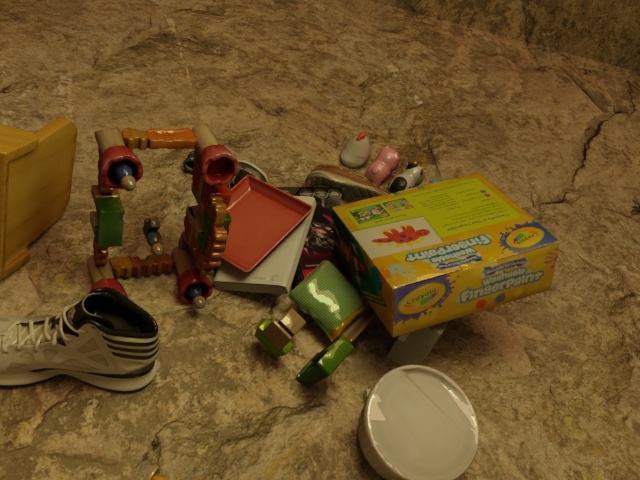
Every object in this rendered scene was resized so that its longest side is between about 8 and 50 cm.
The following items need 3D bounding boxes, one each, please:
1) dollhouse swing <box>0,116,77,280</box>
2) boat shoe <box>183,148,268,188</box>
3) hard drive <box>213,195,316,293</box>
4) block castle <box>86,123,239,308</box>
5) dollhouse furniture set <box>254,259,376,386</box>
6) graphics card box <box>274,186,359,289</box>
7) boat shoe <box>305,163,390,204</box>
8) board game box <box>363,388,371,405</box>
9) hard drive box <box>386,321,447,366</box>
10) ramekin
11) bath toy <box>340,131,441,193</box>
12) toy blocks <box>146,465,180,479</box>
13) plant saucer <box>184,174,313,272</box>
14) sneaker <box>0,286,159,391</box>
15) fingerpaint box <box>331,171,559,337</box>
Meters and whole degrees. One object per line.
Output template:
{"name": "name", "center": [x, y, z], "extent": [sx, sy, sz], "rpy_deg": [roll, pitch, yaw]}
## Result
{"name": "dollhouse swing", "center": [-0.774, -0.143, 1.597], "extent": [0.315, 0.347, 0.305], "rpy_deg": [13, 34, -10]}
{"name": "boat shoe", "center": [-0.283, -0.204, 2.041], "extent": [0.254, 0.095, 0.079], "rpy_deg": [24, 41, 3]}
{"name": "hard drive", "center": [-0.144, 0.003, 1.834], "extent": [0.203, 0.040, 0.307], "rpy_deg": [3, 50, 18]}
{"name": "block castle", "center": [-0.368, -0.032, 1.575], "extent": [0.303, 0.453, 0.213], "rpy_deg": [-5, 42, -28]}
{"name": "dollhouse furniture set", "center": [0.017, 0.174, 1.670], "extent": [0.197, 0.151, 0.301], "rpy_deg": [45, 57, 2]}
{"name": "graphics card box", "center": [0.000, 0.000, 1.955], "extent": [0.233, 0.094, 0.371], "rpy_deg": [-1, 46, -23]}
{"name": "boat shoe", "center": [0.117, -0.160, 2.150], "extent": [0.324, 0.123, 0.116], "rpy_deg": [24, 40, -1]}
{"name": "board game box", "center": [0.185, 0.415, 1.659], "extent": [0.154, 0.026, 0.103], "rpy_deg": [7, 44, -16]}
{"name": "hard drive box", "center": [0.279, 0.204, 1.800], "extent": [0.089, 0.181, 0.232], "rpy_deg": [29, 42, 7]}
{"name": "ramekin", "center": [0.210, 0.429, 1.551], "extent": [0.273, 0.127, 0.273], "rpy_deg": [9, 57, -14]}
{"name": "bath toy", "center": [0.228, -0.244, 2.274], "extent": [0.348, 0.129, 0.151], "rpy_deg": [36, 44, 15]}
{"name": "toy blocks", "center": [-0.286, 0.523, 1.331], "extent": [0.148, 0.054, 0.123], "rpy_deg": [27, 42, 4]}
{"name": "plant saucer", "center": [-0.188, -0.040, 1.824], "extent": [0.258, 0.048, 0.259], "rpy_deg": [28, 62, 33]}
{"name": "sneaker", "center": [-0.552, 0.175, 1.422], "extent": [0.447, 0.257, 0.169], "rpy_deg": [8, 44, -15]}
{"name": "fingerpaint box", "center": [0.302, 0.021, 1.747], "extent": [0.445, 0.163, 0.371], "rpy_deg": [-15, 37, -16]}
